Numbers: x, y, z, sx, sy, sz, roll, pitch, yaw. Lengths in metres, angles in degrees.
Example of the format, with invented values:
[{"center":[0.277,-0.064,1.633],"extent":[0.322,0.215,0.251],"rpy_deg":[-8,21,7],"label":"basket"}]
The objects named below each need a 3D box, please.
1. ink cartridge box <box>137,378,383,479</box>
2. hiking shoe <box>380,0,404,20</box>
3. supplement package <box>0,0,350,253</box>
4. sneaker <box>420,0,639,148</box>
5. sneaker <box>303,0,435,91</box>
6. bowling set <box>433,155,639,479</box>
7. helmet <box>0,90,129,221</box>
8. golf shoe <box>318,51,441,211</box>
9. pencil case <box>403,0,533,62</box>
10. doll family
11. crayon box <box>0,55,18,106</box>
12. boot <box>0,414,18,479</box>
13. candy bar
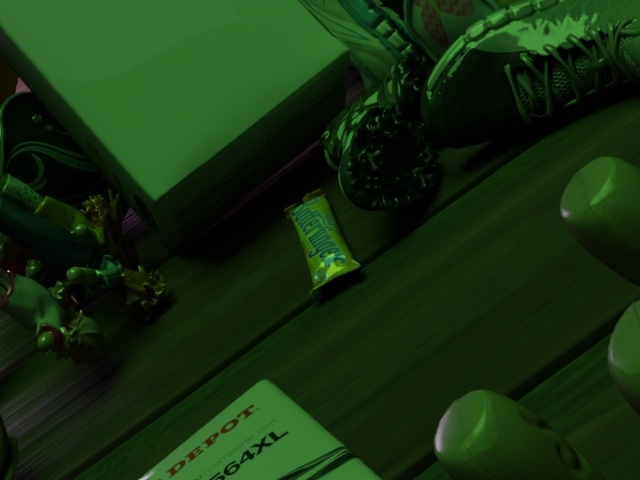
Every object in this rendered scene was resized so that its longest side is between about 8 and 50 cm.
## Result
[{"center":[-0.027,0.164,0.604],"extent":[0.148,0.086,0.203],"rpy_deg":[-38,24,-11],"label":"ink cartridge box"},{"center":[0.039,-0.226,1.273],"extent":[0.304,0.113,0.132],"rpy_deg":[-12,9,22],"label":"hiking shoe"},{"center":[-0.136,-0.162,1.137],"extent":[0.204,0.262,0.145],"rpy_deg":[-39,-13,-12],"label":"supplement package"},{"center":[0.180,-0.125,0.916],"extent":[0.228,0.086,0.132],"rpy_deg":[-32,25,1],"label":"sneaker"},{"center":[0.009,-0.196,1.174],"extent":[0.083,0.191,0.071],"rpy_deg":[-45,-12,22],"label":"sneaker"},{"center":[0.119,0.118,0.479],"extent":[0.200,0.154,0.287],"rpy_deg":[-46,19,21],"label":"bowling set"},{"center":[-0.253,-0.060,1.259],"extent":[0.169,0.161,0.169],"rpy_deg":[-10,76,50],"label":"helmet"},{"center":[0.040,-0.064,1.007],"extent":[0.094,0.077,0.198],"rpy_deg":[-33,13,30],"label":"golf shoe"},{"center":[0.188,-0.242,1.103],"extent":[0.124,0.113,0.273],"rpy_deg":[22,56,40],"label":"pencil case"},{"center":[-0.207,0.008,1.077],"extent":[0.118,0.163,0.263],"rpy_deg":[-56,19,1],"label":"doll family"},{"center":[-0.398,-0.075,1.361],"extent":[0.202,0.081,0.318],"rpy_deg":[-63,-4,-51],"label":"crayon box"},{"center":[-0.291,0.119,0.994],"extent":[0.203,0.095,0.262],"rpy_deg":[-10,47,44],"label":"boot"},{"center":[0.000,0.000,0.988],"extent":[0.040,0.018,0.161],"rpy_deg":[-31,23,5],"label":"candy bar"}]
